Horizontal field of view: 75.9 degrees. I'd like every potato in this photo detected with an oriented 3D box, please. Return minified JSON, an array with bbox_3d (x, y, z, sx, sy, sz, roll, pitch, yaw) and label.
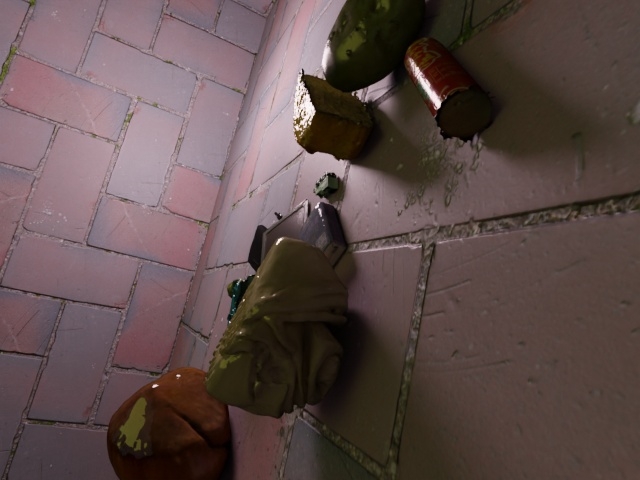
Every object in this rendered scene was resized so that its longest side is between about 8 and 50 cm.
[{"bbox_3d":[0.108,-0.414,0.831,0.253,0.149,0.186,-44,50,34],"label":"potato"}]

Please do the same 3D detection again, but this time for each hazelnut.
[{"bbox_3d":[-0.397,0.541,1.126,0.372,0.316,0.371,1,-90,-87],"label":"hazelnut"}]

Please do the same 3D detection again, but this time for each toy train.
[{"bbox_3d":[-0.212,0.202,1.178,0.154,0.108,0.197,130,149,-59],"label":"toy train"},{"bbox_3d":[0.012,-0.130,0.986,0.083,0.033,0.053,-39,43,54],"label":"toy train"}]

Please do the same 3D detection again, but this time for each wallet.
[{"bbox_3d":[-0.181,0.037,1.299,0.250,0.044,0.148,33,108,66],"label":"wallet"}]

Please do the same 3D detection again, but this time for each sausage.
[{"bbox_3d":[0.181,-0.250,0.635,0.083,0.083,0.263,-56,27,35],"label":"sausage"}]

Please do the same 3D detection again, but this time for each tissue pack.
[{"bbox_3d":[0.000,0.000,0.900,0.112,0.051,0.156,-56,27,29],"label":"tissue pack"}]

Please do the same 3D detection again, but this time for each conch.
[{"bbox_3d":[-0.265,0.167,1.352,0.121,0.074,0.089,43,151,43],"label":"conch"}]

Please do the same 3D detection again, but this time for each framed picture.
[{"bbox_3d":[-0.095,0.031,1.085,0.197,0.014,0.252,-35,41,34],"label":"framed picture"}]

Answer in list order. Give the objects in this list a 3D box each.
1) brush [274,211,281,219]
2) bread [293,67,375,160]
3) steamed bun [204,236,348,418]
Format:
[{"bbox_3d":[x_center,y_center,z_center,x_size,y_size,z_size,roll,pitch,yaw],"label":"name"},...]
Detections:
[{"bbox_3d":[-0.138,-0.081,1.327,0.083,0.008,0.023,34,107,67],"label":"brush"},{"bbox_3d":[0.017,-0.261,0.917,0.260,0.161,0.147,-109,35,-46],"label":"bread"},{"bbox_3d":[-0.057,0.165,0.732,0.288,0.204,0.276,-66,10,-20],"label":"steamed bun"}]
